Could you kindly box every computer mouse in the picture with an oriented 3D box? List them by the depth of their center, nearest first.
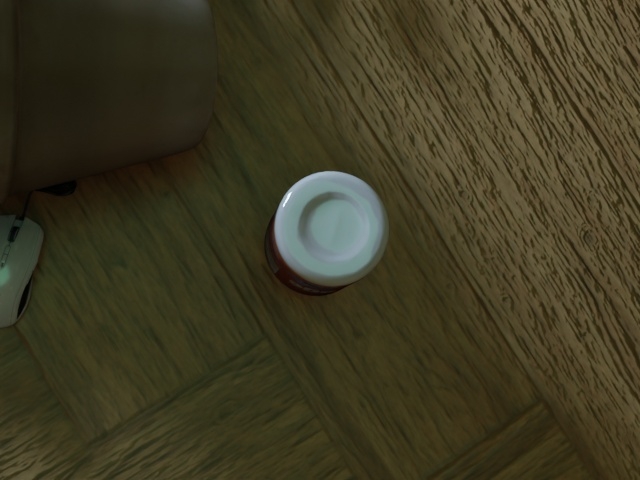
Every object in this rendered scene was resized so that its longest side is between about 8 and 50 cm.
[{"bbox_3d":[-0.357,0.007,1.127,0.106,0.042,0.193,13,81,-7],"label":"computer mouse"}]

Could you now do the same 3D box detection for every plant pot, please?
[{"bbox_3d":[-0.274,-0.193,1.057,0.280,0.323,0.323,-2,82,-26],"label":"plant pot"}]

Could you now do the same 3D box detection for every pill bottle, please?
[{"bbox_3d":[0.000,0.000,1.089,0.121,0.216,0.121,1,83,-7],"label":"pill bottle"}]
